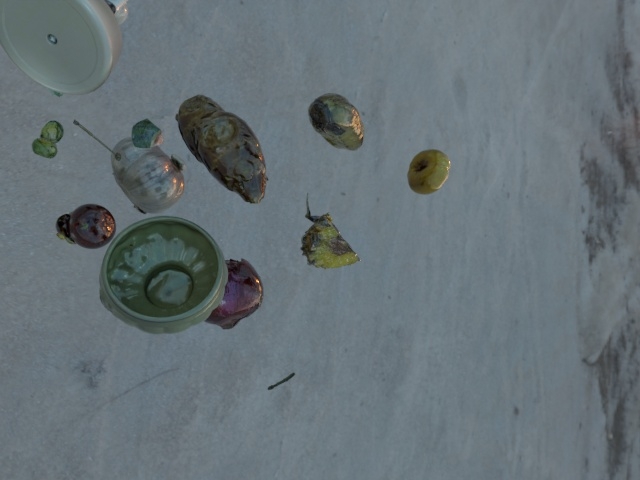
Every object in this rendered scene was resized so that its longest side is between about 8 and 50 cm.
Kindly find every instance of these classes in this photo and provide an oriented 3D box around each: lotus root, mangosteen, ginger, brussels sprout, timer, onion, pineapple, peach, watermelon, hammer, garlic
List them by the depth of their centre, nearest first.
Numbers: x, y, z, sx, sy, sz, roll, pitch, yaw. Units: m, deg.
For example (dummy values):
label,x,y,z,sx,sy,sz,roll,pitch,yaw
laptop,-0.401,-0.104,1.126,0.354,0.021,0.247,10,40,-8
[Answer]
label,x,y,z,sx,sy,sz,roll,pitch,yaw
timer,-0.406,-0.389,0.729,0.175,0.176,0.265,57,22,-33
brussels sprout,-0.579,-0.213,0.878,0.046,0.051,0.083,44,48,-45
hammer,-0.492,-0.222,0.910,0.014,0.029,0.123,-35,138,4
lotus root,0.043,-0.283,0.993,0.258,0.110,0.097,20,83,-71
ginger,-0.259,-0.234,1.137,0.153,0.357,0.274,-33,140,-16
watermelon,-0.520,-0.311,1.238,0.092,0.084,0.072,-47,149,4
mangosteen,-0.763,-0.051,1.337,0.155,0.182,0.145,64,41,-54
pineapple,-0.002,-0.004,1.402,0.158,0.161,0.334,65,13,25
onion,-0.337,0.190,1.475,0.276,0.277,0.275,-3,94,-49
peach,0.400,-0.256,1.521,0.103,0.179,0.179,22,74,-29
garlic,-0.654,-0.246,1.548,0.322,0.322,0.240,49,52,-38

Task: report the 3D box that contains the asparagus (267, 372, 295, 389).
label,x,y,z,sx,sy,sz,roll,pitch,yaw
asparagus,-0.116,0.418,1.215,0.013,0.166,0.016,-8,64,-43

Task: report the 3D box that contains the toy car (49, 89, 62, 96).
label,x,y,z,sx,sy,sz,roll,pitch,yaw
toy car,-0.827,-0.545,1.375,0.090,0.225,0.076,-47,123,-48

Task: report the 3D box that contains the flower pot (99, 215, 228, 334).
label,x,y,z,sx,sy,sz,roll,pitch,yaw
flower pot,-0.404,0.112,1.082,0.308,0.244,0.306,6,62,-12
